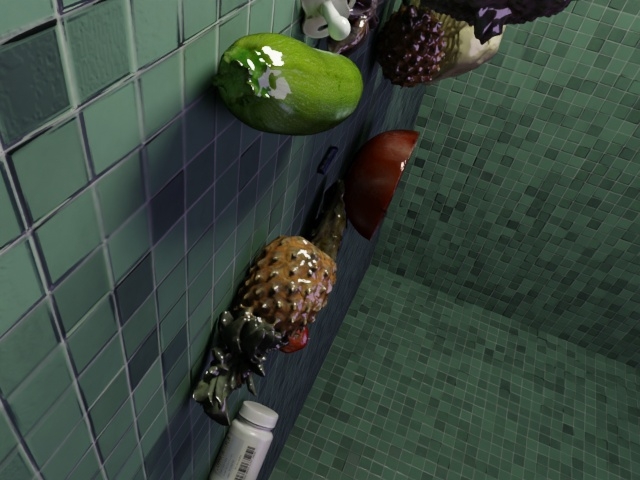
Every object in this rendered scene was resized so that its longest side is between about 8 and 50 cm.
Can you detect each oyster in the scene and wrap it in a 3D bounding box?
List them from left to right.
[{"bbox_3d":[-0.005,-0.001,1.214,0.166,0.094,0.294,-147,-112,-81],"label":"oyster"}]

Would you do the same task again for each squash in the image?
[{"bbox_3d":[-0.024,-0.177,0.618,0.395,0.107,0.107,-43,153,-69],"label":"squash"}]

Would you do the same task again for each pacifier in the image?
[{"bbox_3d":[0.018,-0.290,0.671,0.081,0.078,0.099,-22,157,-7],"label":"pacifier"}]

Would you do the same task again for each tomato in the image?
[{"bbox_3d":[0.146,-0.169,1.452,0.338,0.143,0.338,24,90,-84],"label":"tomato"}]

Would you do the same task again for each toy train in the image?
[{"bbox_3d":[0.016,-0.173,1.105,0.017,0.017,0.083,84,28,-54],"label":"toy train"}]

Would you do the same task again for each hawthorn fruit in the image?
[{"bbox_3d":[-0.068,0.237,1.304,0.093,0.093,0.093,21,90,-80],"label":"hawthorn fruit"}]

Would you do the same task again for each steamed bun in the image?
[{"bbox_3d":[0.329,-0.553,1.274,0.203,0.289,0.276,-17,178,-33],"label":"steamed bun"}]

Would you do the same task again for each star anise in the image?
[{"bbox_3d":[0.051,-0.346,0.792,0.181,0.061,0.204,-65,170,23],"label":"star anise"}]

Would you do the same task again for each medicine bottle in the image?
[{"bbox_3d":[-0.172,0.472,1.199,0.103,0.102,0.187,52,59,-79],"label":"medicine bottle"}]

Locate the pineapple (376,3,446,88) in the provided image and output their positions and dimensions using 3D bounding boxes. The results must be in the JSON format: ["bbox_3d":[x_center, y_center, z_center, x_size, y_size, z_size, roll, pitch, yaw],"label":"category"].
[{"bbox_3d":[0.197,-0.434,1.155,0.193,0.166,0.166,71,40,-61],"label":"pineapple"}]

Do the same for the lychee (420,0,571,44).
[{"bbox_3d":[0.289,-0.535,0.825,0.380,0.380,0.432,-36,133,-73],"label":"lychee"}]

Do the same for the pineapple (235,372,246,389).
[{"bbox_3d":[-0.159,0.248,0.987,0.058,0.058,0.124,-64,-177,-27],"label":"pineapple"}]

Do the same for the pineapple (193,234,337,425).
[{"bbox_3d":[-0.098,0.144,0.850,0.310,0.141,0.170,-58,-168,-19],"label":"pineapple"}]
